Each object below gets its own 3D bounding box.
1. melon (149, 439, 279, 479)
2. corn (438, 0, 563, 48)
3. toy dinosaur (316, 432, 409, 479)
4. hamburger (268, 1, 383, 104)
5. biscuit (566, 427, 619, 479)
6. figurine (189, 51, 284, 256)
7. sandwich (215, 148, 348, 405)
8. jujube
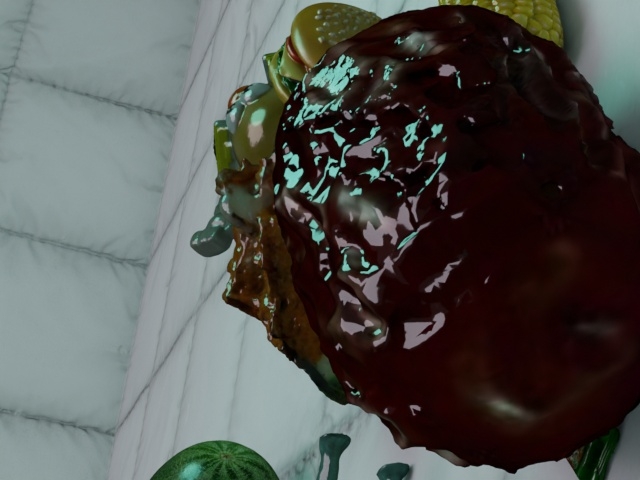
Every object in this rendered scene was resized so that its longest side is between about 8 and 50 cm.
[{"bbox_3d":[-0.135,0.351,1.470,0.182,0.182,0.287,-92,18,-50],"label":"melon"},{"bbox_3d":[0.144,-0.208,1.075,0.244,0.093,0.093,-91,20,-51],"label":"corn"},{"bbox_3d":[0.012,0.358,1.068,0.383,0.130,0.330,120,151,-53],"label":"toy dinosaur"},{"bbox_3d":[0.023,-0.190,1.427,0.162,0.162,0.115,-90,20,-47],"label":"hamburger"},{"bbox_3d":[0.163,0.120,0.820,0.089,0.016,0.046,-112,37,-68],"label":"biscuit"},{"bbox_3d":[-0.043,-0.135,1.612,0.285,0.167,0.342,-109,35,-73],"label":"figurine"},{"bbox_3d":[0.009,0.011,1.213,0.109,0.212,0.292,95,173,-79],"label":"sandwich"},{"bbox_3d":[0.084,-0.012,0.830,0.376,0.259,0.258,-96,23,-67],"label":"jujube"}]
